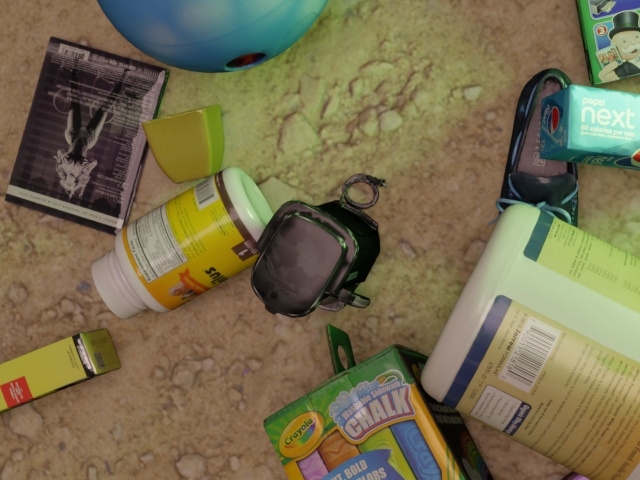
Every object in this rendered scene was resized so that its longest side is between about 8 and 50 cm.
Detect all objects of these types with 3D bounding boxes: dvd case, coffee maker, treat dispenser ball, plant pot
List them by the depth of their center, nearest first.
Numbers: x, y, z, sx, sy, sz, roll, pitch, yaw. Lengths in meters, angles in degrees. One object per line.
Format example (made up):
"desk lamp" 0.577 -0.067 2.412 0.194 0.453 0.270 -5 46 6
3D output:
"treat dispenser ball" -0.122 -0.332 1.232 0.288 0.288 0.288 0 90 12
"coffee maker" 0.000 0.000 1.260 0.120 0.178 0.171 9 92 11
"plant pot" -0.160 -0.116 1.346 0.082 0.081 0.083 -12 99 11
"dvd case" -0.297 -0.133 1.403 0.165 0.018 0.221 17 92 10

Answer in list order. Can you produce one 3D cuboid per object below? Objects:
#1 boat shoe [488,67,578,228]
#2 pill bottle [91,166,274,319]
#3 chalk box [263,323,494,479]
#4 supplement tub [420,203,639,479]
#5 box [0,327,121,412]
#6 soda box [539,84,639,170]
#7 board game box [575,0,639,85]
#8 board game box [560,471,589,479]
"boat shoe" 0.243 -0.068 1.256 0.109 0.089 0.258 -3 89 12
"pill bottle" -0.163 0.009 1.324 0.215 0.117 0.117 -29 84 10
"chalk box" 0.065 0.233 1.234 0.179 0.180 0.289 -32 71 10
"supplement tub" 0.288 0.125 1.135 0.316 0.228 0.228 27 95 8
"box" -0.375 0.177 1.383 0.232 0.087 0.058 -21 86 10
"soda box" 0.348 -0.116 1.199 0.210 0.067 0.071 5 84 -15
"board game box" 0.437 -0.309 1.206 0.317 0.046 0.213 -11 107 11
"board game box" 0.407 0.306 1.244 0.347 0.056 0.208 -38 87 9
